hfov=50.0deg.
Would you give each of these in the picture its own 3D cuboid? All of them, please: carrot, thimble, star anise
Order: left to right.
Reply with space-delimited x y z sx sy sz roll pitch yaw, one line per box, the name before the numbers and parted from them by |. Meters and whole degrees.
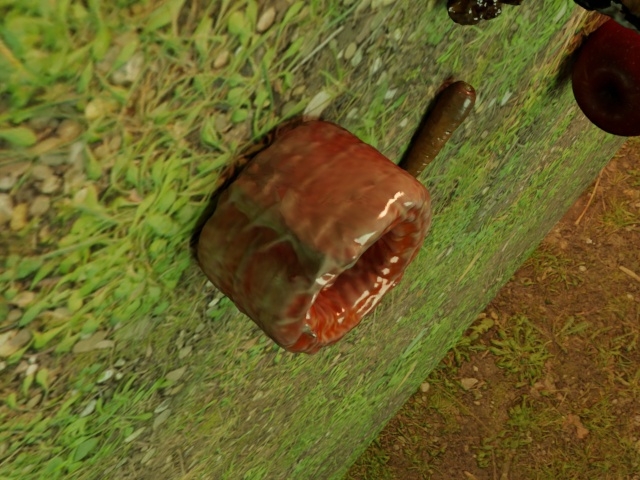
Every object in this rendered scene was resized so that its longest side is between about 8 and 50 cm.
thimble | 0.000 0.000 0.735 0.239 0.162 0.239 -40 159 -19
carrot | 0.151 -0.140 0.959 0.047 0.047 0.191 -21 152 -49
star anise | 0.183 -0.270 0.735 0.097 0.070 0.190 -50 174 35

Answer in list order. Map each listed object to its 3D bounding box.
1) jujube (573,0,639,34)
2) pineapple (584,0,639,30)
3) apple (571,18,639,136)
jujube | 0.473 -0.415 0.877 0.226 0.226 0.317 -14 146 -55
pineapple | 0.314 -0.357 0.545 0.262 0.262 0.272 -46 142 -5
apple | 0.569 -0.299 1.237 0.201 0.218 0.218 -38 157 -16
